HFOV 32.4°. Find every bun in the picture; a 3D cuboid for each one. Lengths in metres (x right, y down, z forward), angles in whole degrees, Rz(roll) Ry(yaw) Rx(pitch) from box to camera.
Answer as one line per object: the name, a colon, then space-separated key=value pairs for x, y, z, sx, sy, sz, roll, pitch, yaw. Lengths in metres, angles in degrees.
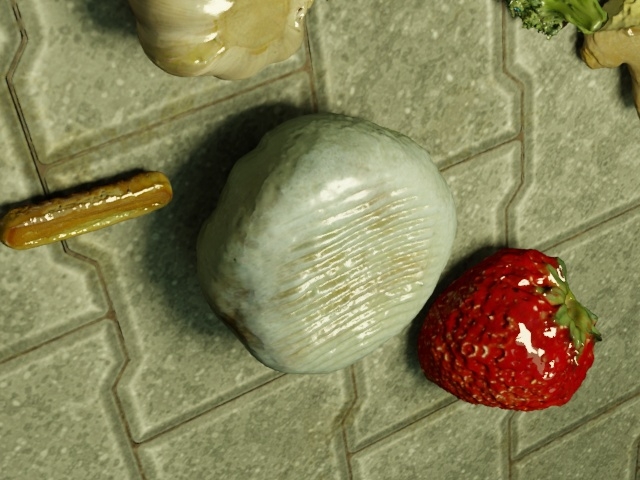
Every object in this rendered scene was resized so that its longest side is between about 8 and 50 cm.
bun: x=0.000 y=0.000 z=1.431 sx=0.362 sy=0.211 sz=0.362 roll=-18 pitch=127 yaw=-26

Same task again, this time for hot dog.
hot dog: x=-0.284 y=-0.038 z=1.329 sx=0.216 sy=0.047 sz=0.066 roll=-19 pitch=144 yaw=-22

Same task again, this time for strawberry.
strawberry: x=0.284 y=0.157 z=1.729 sx=0.277 sy=0.257 sz=0.257 roll=-29 pitch=142 yaw=29

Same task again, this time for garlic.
garlic: x=-0.109 y=-0.281 z=1.199 sx=0.228 sy=0.152 sz=0.228 roll=-23 pitch=130 yaw=-30

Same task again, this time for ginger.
ginger: x=0.493 y=-0.286 z=1.622 sx=0.221 sy=0.130 sz=0.275 roll=-19 pitch=132 yaw=-8

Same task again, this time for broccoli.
broccoli: x=0.321 y=-0.330 z=1.449 sx=0.154 sy=0.160 sz=0.167 roll=-9 pitch=146 yaw=-50
